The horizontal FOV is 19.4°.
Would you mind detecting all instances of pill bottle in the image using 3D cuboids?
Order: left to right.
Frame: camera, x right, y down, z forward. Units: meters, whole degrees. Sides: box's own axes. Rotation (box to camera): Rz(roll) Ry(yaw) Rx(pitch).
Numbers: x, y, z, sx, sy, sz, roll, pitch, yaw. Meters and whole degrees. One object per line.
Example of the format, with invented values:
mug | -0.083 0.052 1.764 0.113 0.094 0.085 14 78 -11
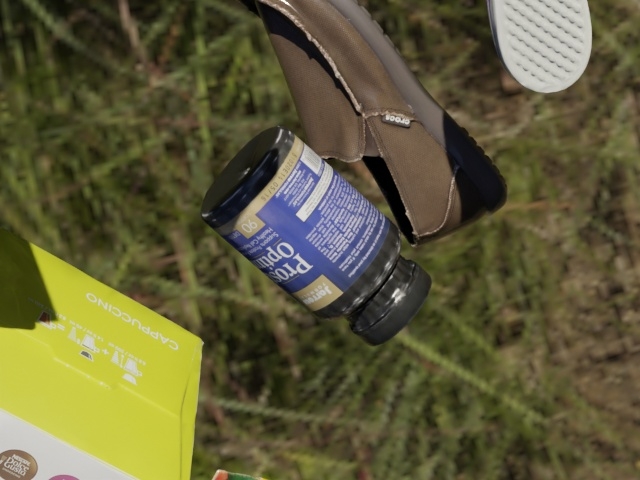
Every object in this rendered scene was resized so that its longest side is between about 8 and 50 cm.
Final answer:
pill bottle | 0.000 0.000 1.823 0.219 0.123 0.123 41 142 -15

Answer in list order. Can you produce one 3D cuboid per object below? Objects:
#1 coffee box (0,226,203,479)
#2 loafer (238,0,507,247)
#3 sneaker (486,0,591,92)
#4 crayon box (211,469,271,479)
coffee box | -0.378 0.249 2.350 0.334 0.337 0.338 -50 20 28
loafer | 0.032 -0.135 1.875 0.366 0.130 0.134 47 174 -9
sneaker | 0.167 -0.272 1.544 0.161 0.102 0.282 -83 -8 -75
crayon box | -0.016 0.346 1.777 0.202 0.318 0.081 -59 41 12
